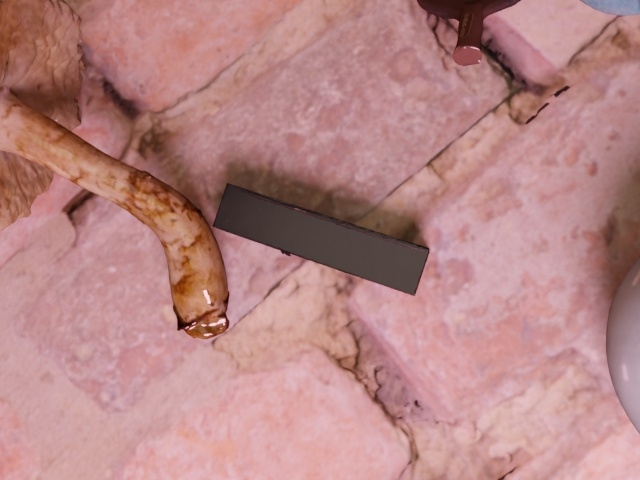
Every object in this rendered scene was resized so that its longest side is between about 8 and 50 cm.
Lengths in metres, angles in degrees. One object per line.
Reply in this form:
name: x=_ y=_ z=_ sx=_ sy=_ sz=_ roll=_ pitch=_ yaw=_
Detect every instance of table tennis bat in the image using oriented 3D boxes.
table tennis bat: x=0.146 y=-0.180 z=0.554 sx=0.107 sy=0.119 sz=0.170 roll=0 pitch=52 yaw=20

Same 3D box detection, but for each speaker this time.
speaker: x=0.000 y=0.000 z=0.538 sx=0.191 sy=0.040 sz=0.046 roll=19 pitch=88 yaw=10

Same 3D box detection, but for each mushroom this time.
mushroom: x=-0.208 y=-0.073 z=0.536 sx=0.208 sy=0.301 sz=0.233 roll=25 pitch=89 yaw=54

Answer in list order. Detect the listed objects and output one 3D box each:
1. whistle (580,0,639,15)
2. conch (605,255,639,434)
whistle: x=0.243 y=-0.270 z=0.487 sx=0.274 sy=0.093 sz=0.186 roll=39 pitch=84 yaw=26
conch: x=0.307 y=0.093 z=0.437 sx=0.184 sy=0.121 sz=0.221 roll=-15 pitch=88 yaw=3
